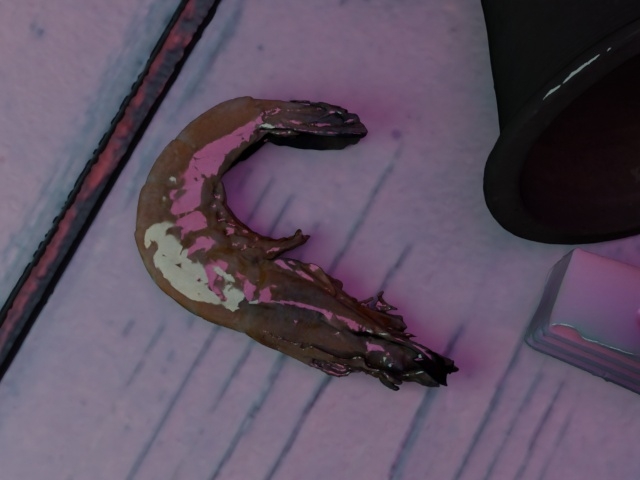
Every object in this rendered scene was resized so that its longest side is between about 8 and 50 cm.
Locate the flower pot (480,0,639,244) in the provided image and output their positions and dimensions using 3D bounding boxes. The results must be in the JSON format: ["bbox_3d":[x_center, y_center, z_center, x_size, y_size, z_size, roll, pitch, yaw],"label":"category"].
[{"bbox_3d":[0.181,-0.118,0.783,0.235,0.235,0.148,-16,61,-5],"label":"flower pot"}]

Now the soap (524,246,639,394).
[{"bbox_3d":[0.202,0.060,0.791,0.149,0.100,0.056,23,80,2],"label":"soap"}]

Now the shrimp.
[{"bbox_3d":[0.000,0.000,0.821,0.219,0.046,0.152,30,83,3],"label":"shrimp"}]
